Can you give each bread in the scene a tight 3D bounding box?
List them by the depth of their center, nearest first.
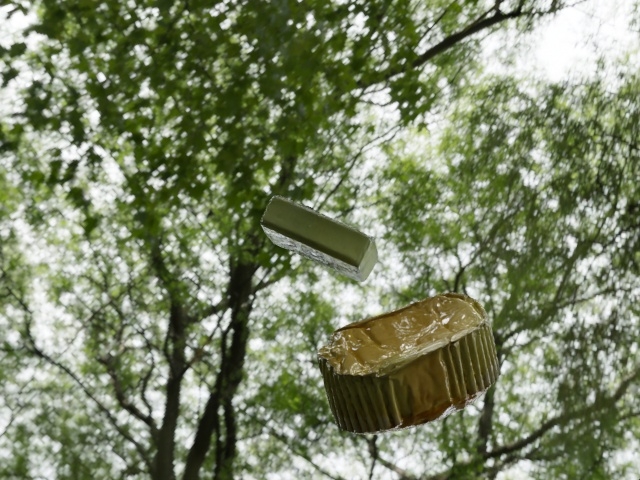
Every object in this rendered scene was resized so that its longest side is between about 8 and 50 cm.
[{"bbox_3d":[0.124,0.177,1.085,0.179,0.250,0.133,-149,-141,-69],"label":"bread"}]

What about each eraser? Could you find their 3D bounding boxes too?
[{"bbox_3d":[0.000,0.000,1.188,0.172,0.058,0.117,24,-13,14],"label":"eraser"}]

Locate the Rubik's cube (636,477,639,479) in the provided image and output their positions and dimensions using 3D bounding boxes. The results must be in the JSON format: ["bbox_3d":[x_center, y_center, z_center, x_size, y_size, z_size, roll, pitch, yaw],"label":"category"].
[{"bbox_3d":[0.301,0.368,0.463,0.337,0.344,0.344,-43,-59,11],"label":"Rubik's cube"}]
